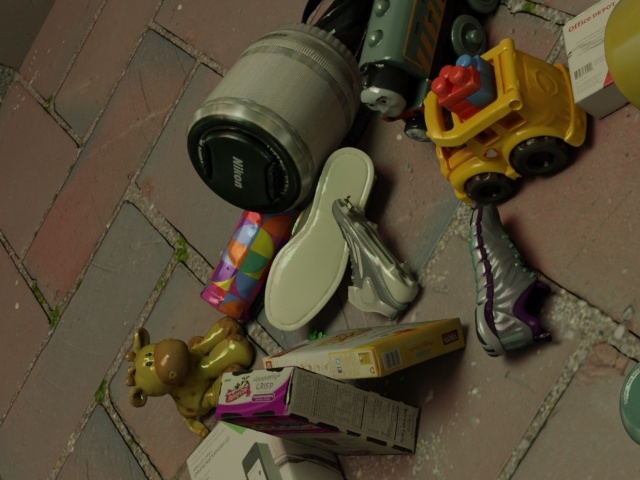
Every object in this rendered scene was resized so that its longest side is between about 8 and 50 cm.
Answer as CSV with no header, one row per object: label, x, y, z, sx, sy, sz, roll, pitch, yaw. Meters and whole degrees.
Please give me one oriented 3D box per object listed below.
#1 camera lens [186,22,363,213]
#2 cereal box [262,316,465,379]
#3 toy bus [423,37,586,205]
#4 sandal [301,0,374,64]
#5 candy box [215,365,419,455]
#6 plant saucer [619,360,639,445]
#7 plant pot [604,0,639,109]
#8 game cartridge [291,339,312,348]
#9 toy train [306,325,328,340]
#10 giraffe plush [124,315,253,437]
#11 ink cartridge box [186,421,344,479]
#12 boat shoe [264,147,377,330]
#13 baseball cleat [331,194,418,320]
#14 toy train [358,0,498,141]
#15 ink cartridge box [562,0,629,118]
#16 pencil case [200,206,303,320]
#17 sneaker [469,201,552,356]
camera lens,-0.071,-0.195,1.923,0.219,0.219,0.274,-20,28,45
cereal box,0.057,0.154,1.651,0.240,0.173,0.047,-11,93,48
toy bus,0.215,-0.168,1.607,0.220,0.211,0.150,-33,47,39
sandal,0.055,-0.428,2.062,0.446,0.107,0.167,-54,36,15
candy box,-0.002,0.235,1.618,0.159,0.233,0.071,-12,62,48
plant saucer,0.382,0.176,1.339,0.119,0.021,0.119,-29,48,39
plant pot,0.457,-0.241,1.330,0.239,0.254,0.254,-21,51,65
game cartridge,-0.036,0.193,1.868,0.083,0.017,0.056,-43,41,40
toy train,0.005,0.156,1.849,0.083,0.017,0.024,28,102,55
giraffe plush,-0.237,0.216,1.992,0.210,0.170,0.181,-51,37,19
ink cartridge box,-0.073,0.372,1.729,0.198,0.114,0.273,-49,38,21
boat shoe,0.004,0.002,1.874,0.091,0.109,0.305,30,-96,-84
baseball cleat,0.059,0.031,1.770,0.109,0.072,0.206,-51,54,21
toy train,0.152,-0.321,1.798,0.142,0.190,0.334,-6,64,51
ink cartridge box,0.382,-0.245,1.568,0.099,0.056,0.135,-30,48,39
pencil case,-0.111,0.019,2.020,0.236,0.104,0.104,-59,35,5
sneaker,0.255,0.045,1.561,0.098,0.083,0.224,-13,59,21
